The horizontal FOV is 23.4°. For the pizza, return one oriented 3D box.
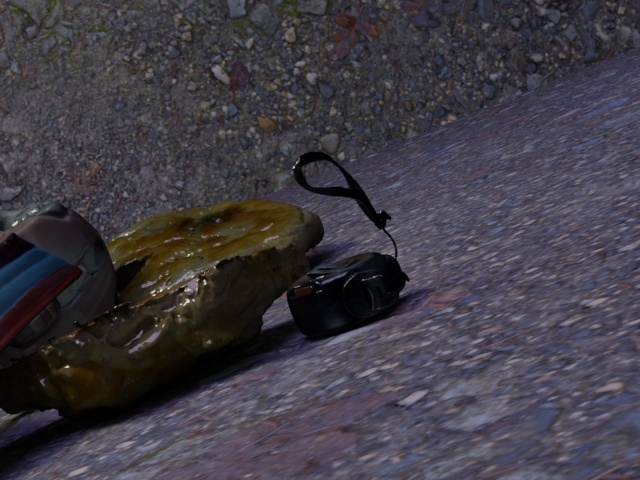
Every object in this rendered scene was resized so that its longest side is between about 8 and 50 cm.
[{"bbox_3d":[-0.145,0.089,1.396,0.323,0.089,0.223,-24,0,-8],"label":"pizza"}]

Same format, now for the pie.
[{"bbox_3d":[-0.152,0.020,1.902,0.337,0.075,0.337,-17,18,6],"label":"pie"}]

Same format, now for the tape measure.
[{"bbox_3d":[0.001,-0.003,1.335,0.107,0.180,0.104,-18,23,21],"label":"tape measure"}]

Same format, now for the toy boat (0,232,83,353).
[{"bbox_3d":[-0.326,0.116,1.347,0.136,0.079,0.392,-39,13,39],"label":"toy boat"}]

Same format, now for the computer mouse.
[{"bbox_3d":[-0.303,0.058,1.683,0.115,0.199,0.389,-30,18,16],"label":"computer mouse"}]
